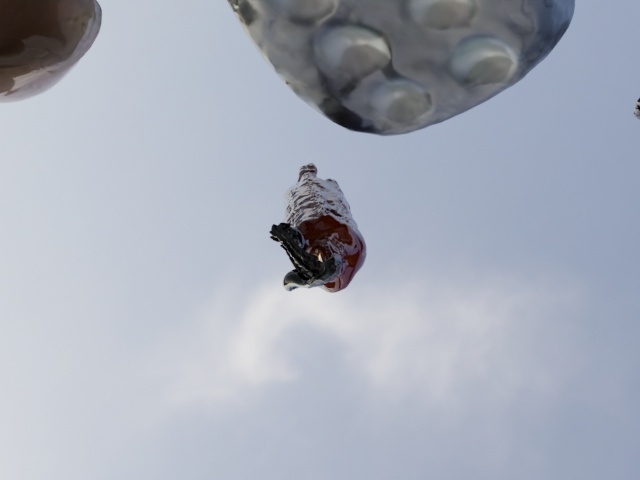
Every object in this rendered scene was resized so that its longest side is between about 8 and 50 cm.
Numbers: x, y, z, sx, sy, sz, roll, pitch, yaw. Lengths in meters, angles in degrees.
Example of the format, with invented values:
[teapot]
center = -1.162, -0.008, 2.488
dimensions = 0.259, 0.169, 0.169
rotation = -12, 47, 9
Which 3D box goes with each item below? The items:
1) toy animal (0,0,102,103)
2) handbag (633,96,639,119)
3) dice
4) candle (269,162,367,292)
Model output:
[toy animal]
center = -0.244, -0.014, 0.524
dimensions = 0.269, 0.326, 0.237
rotation = -28, -171, -37
[handbag]
center = 0.402, -0.089, 1.085
dimensions = 0.127, 0.235, 0.213
rotation = -54, 172, 27
[dice]
center = 0.049, -0.192, 0.770
dimensions = 0.181, 0.182, 0.183
rotation = -25, -142, 29
[candle]
center = 0.000, 0.000, 0.840
dimensions = 0.059, 0.084, 0.302
rotation = -25, -171, 3
